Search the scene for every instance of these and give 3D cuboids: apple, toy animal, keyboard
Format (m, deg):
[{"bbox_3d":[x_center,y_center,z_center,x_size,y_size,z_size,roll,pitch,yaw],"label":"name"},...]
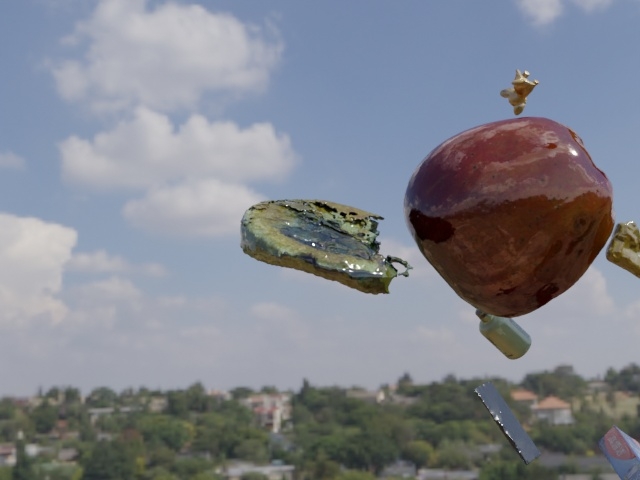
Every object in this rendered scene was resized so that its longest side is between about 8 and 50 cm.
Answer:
[{"bbox_3d":[0.351,-0.055,1.835,0.365,0.329,0.295,-31,20,13],"label":"apple"},{"bbox_3d":[0.394,-0.296,1.976,0.081,0.060,0.083,-30,-20,-48],"label":"toy animal"},{"bbox_3d":[0.413,0.404,2.187,0.015,0.196,0.074,-43,-18,32],"label":"keyboard"}]

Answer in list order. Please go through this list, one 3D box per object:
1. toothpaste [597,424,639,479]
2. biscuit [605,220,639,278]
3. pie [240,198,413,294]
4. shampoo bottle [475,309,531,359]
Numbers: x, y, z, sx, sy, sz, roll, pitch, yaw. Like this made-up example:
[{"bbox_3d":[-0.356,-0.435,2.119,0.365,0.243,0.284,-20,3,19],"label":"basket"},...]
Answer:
[{"bbox_3d":[0.683,0.499,2.110,0.076,0.066,0.320,36,9,-7],"label":"toothpaste"},{"bbox_3d":[0.642,-0.003,1.924,0.183,0.174,0.039,24,-8,-25],"label":"biscuit"},{"bbox_3d":[0.000,0.000,1.772,0.296,0.078,0.371,8,17,-11],"label":"pie"},{"bbox_3d":[0.436,0.216,2.398,0.162,0.079,0.079,41,-29,-21],"label":"shampoo bottle"}]
